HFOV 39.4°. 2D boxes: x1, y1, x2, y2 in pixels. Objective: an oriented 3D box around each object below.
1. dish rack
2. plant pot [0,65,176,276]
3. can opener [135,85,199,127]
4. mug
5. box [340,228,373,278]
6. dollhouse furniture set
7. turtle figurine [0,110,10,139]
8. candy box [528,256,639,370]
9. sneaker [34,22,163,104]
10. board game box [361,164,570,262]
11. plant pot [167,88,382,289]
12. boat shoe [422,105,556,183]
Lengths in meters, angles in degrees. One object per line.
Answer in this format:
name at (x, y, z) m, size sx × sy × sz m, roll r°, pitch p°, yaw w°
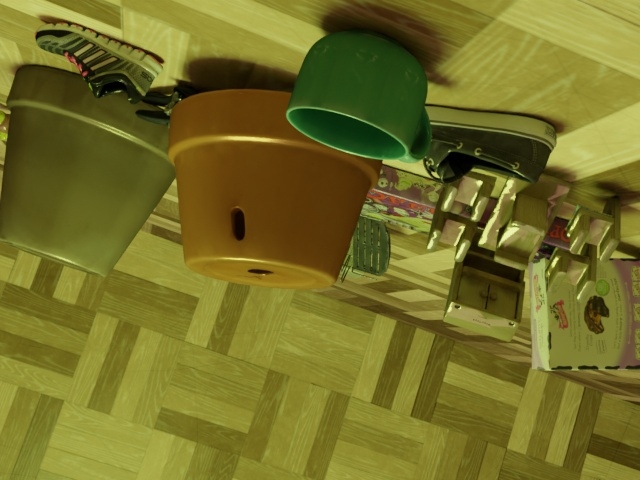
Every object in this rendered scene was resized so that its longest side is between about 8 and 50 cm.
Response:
dish rack at (0.000, 0.000, 1.720) m, size 0.271 × 0.074 × 0.208 m, roll 16°, pitch 145°, yaw 15°
plant pot at (-0.407, -0.100, 1.514) m, size 0.323 × 0.280 × 0.323 m, roll 19°, pitch 170°, yaw 3°
can opener at (-0.219, -0.188, 1.296) m, size 0.073 × 0.059 × 0.186 m, roll 25°, pitch 168°, yaw -41°
mug at (0.044, -0.146, 0.900) m, size 0.129 × 0.097 × 0.158 m, roll 15°, pitch 171°, yaw 18°
box at (-0.029, -0.007, 1.901) m, size 0.275 × 0.094 × 0.113 m, roll 20°, pitch 171°, yaw -8°
dollhouse furniture set at (0.253, -0.011, 1.189) m, size 0.212 × 0.161 × 0.242 m, roll 18°, pitch 135°, yaw 2°
turtle figurine at (-0.722, -0.266, 1.756) m, size 0.269 × 0.087 × 0.217 m, roll 6°, pitch 175°, yaw 20°
candy box at (0.413, 0.109, 1.323) m, size 0.196 × 0.165 × 0.070 m, roll 1°, pitch 173°, yaw -8°
sneaker at (-0.296, -0.227, 1.166) m, size 0.170 × 0.075 × 0.063 m, roll 19°, pitch 171°, yaw -4°
board game box at (0.214, -0.036, 1.401) m, size 0.347 × 0.056 × 0.208 m, roll 18°, pitch 167°, yaw 6°
plant pot at (-0.066, -0.052, 1.181) m, size 0.291 × 0.203 × 0.291 m, roll 5°, pitch 167°, yaw 1°
boat shoe at (0.155, -0.101, 1.016) m, size 0.228 × 0.076 × 0.080 m, roll 11°, pitch 169°, yaw 37°
